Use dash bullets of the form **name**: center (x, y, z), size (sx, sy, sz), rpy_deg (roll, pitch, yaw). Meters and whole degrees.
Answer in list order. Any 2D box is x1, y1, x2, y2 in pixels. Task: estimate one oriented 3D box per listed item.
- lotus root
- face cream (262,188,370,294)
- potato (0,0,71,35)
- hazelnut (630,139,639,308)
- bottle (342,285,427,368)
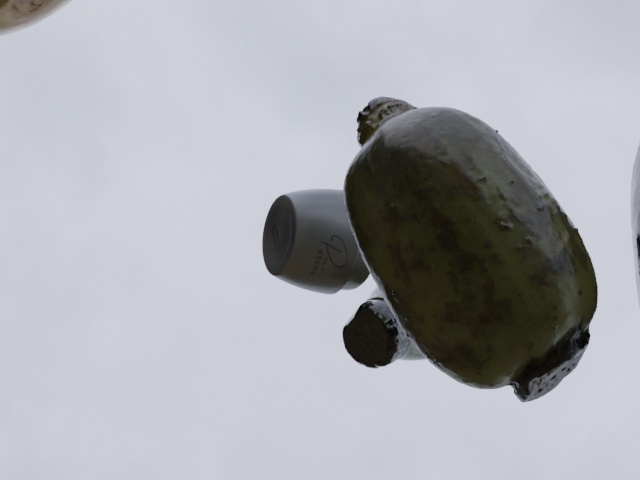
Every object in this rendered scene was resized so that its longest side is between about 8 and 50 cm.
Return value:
- **lotus root**: center (0.116, -0.006, 1.089), size (0.309, 0.173, 0.173), rpy_deg (56, -44, 22)
- **face cream**: center (0.000, 0.000, 1.372), size (0.117, 0.104, 0.117), rpy_deg (-23, -116, 60)
- **potato**: center (-0.129, -0.170, 0.548), size (0.109, 0.118, 0.178), rpy_deg (41, -80, 10)
- **hazelnut**: center (0.482, -0.014, 1.157), size (0.402, 0.429, 0.402), rpy_deg (21, -37, 17)
- **bottle**: center (0.118, 0.076, 1.404), size (0.112, 0.260, 0.112), rpy_deg (9, -73, 32)
